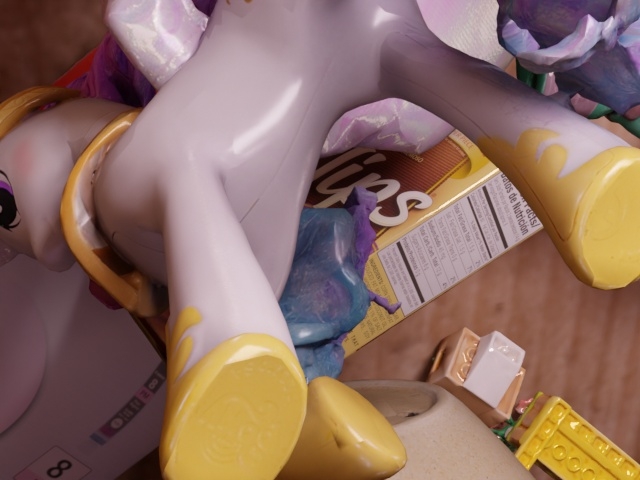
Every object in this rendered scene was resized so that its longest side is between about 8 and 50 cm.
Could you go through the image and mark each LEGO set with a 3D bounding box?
[{"bbox_3d":[0.183,0.118,1.095,0.287,0.107,0.132,2,92,-18],"label":"LEGO set"}]

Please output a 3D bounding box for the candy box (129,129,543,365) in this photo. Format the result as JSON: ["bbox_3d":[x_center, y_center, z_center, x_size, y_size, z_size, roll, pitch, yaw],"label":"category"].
[{"bbox_3d":[0.000,0.000,0.871,0.186,0.109,0.053,-32,130,-11],"label":"candy box"}]

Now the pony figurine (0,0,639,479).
[{"bbox_3d":[-0.013,-0.081,0.687,0.303,0.363,0.351,36,85,-31],"label":"pony figurine"}]

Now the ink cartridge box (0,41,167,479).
[{"bbox_3d":[-0.116,0.024,0.906,0.232,0.066,0.189,-35,131,14],"label":"ink cartridge box"}]

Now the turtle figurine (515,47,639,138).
[{"bbox_3d":[0.200,-0.056,0.931,0.234,0.118,0.175,5,126,-18],"label":"turtle figurine"}]

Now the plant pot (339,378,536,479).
[{"bbox_3d":[0.018,0.181,0.973,0.284,0.284,0.191,-9,98,-14],"label":"plant pot"}]
